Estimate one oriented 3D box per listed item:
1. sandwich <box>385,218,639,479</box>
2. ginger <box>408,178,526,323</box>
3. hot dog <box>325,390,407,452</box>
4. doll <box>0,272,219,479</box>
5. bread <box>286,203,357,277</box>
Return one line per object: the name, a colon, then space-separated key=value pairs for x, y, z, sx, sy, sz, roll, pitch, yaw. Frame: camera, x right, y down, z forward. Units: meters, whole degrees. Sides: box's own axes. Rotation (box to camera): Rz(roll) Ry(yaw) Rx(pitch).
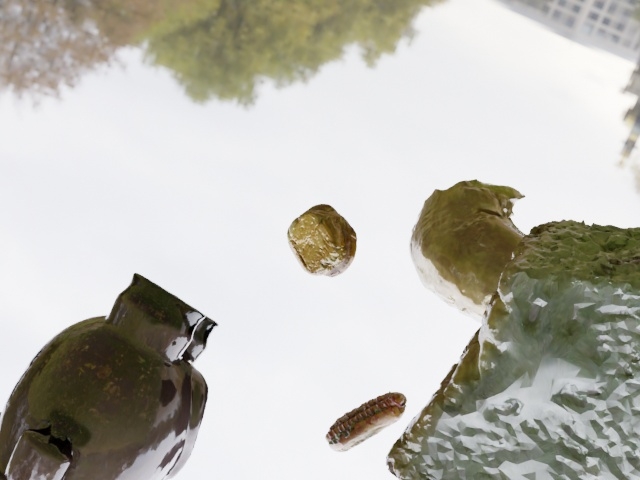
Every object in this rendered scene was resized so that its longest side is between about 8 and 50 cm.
sandwich: x=0.242 y=0.139 z=1.087 sx=0.262 sy=0.325 sz=0.131 roll=34 pitch=-155 yaw=13
ginger: x=0.191 y=0.021 z=1.444 sx=0.138 sy=0.152 sz=0.267 roll=32 pitch=-159 yaw=-49
hot dog: x=0.064 y=0.251 z=1.753 sx=0.038 sy=0.144 sz=0.062 roll=44 pitch=-150 yaw=-20
doll: x=-0.158 y=0.140 z=0.763 sx=0.117 sy=0.257 sz=0.182 roll=37 pitch=175 yaw=12
bread: x=0.000 y=0.000 z=1.394 sx=0.083 sy=0.081 sz=0.046 roll=21 pitch=-159 yaw=28
